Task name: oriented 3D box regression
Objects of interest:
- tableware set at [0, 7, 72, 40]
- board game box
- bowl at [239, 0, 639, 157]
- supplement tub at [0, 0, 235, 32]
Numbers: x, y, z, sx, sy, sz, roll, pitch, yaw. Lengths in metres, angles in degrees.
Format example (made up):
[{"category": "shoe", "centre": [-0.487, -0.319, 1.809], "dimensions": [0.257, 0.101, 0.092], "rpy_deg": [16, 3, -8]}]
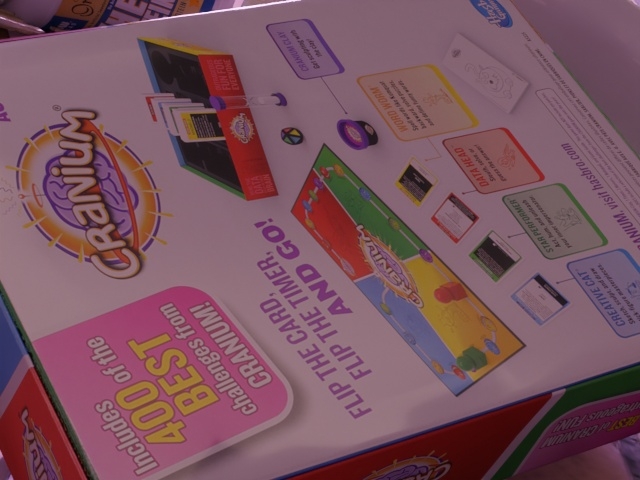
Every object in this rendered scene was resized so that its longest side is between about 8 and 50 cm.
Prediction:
[{"category": "tableware set", "centre": [-0.198, -0.133, 1.103], "dimensions": [0.194, 0.039, 0.128], "rpy_deg": [16, 8, -22]}, {"category": "board game box", "centre": [0.000, 0.000, 0.663], "dimensions": [0.316, 0.064, 0.242], "rpy_deg": [-12, 54, -30]}, {"category": "bowl", "centre": [0.080, -0.030, 0.862], "dimensions": [0.297, 0.134, 0.298], "rpy_deg": [11, 45, -11]}, {"category": "supplement tub", "centre": [-0.176, -0.230, 1.218], "dimensions": [0.199, 0.144, 0.144], "rpy_deg": [5, 24, -31]}]
